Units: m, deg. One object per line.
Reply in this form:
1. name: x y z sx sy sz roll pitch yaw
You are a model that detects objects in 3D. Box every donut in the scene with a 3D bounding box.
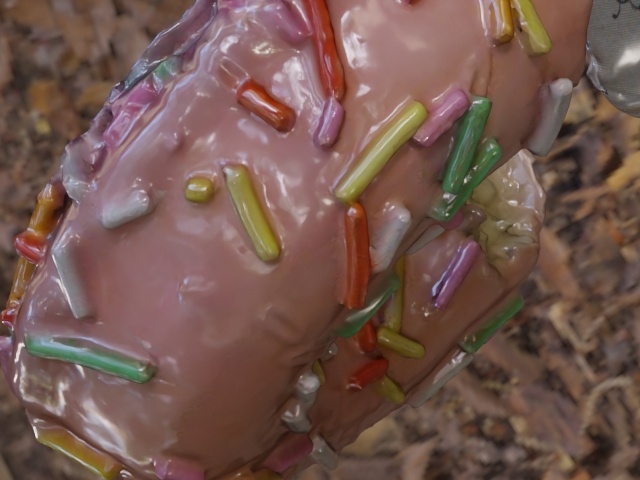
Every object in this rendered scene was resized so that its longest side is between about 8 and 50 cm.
1. donut: 0.000 0.000 0.525 0.085 0.199 0.233 45 168 17

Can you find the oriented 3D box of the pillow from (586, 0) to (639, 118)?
1. pillow: 0.138 -0.102 0.545 0.232 0.038 0.131 6 110 65
